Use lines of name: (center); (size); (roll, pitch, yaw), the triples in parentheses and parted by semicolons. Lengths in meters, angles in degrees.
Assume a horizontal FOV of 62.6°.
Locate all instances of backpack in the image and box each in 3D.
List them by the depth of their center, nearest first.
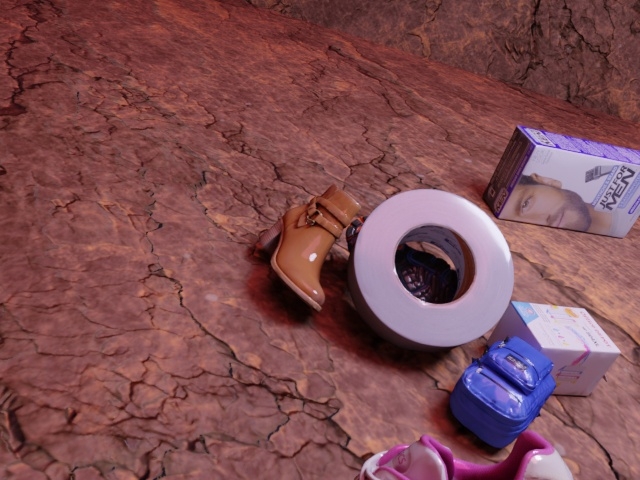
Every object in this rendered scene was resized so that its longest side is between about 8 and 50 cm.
backpack: (0.217, 0.178, 0.639); (0.120, 0.101, 0.098); (-22, 42, -40)

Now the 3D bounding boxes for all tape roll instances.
tape roll: (0.149, 0.042, 0.730); (0.219, 0.072, 0.219); (2, 71, -5)

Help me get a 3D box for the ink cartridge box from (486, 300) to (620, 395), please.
ink cartridge box: (0.329, 0.152, 0.737); (0.143, 0.090, 0.092); (6, 34, -15)

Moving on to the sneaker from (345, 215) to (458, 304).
sneaker: (0.131, 0.049, 0.811); (0.221, 0.087, 0.083); (42, 73, 9)

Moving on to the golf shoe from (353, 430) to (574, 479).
golf shoe: (0.041, 0.213, 0.389); (0.306, 0.140, 0.115); (-9, 0, 11)

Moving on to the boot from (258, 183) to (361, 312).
boot: (0.000, 0.000, 0.760); (0.152, 0.073, 0.197); (-37, 43, 1)

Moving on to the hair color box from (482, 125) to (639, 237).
hair color box: (0.563, -0.125, 1.174); (0.339, 0.185, 0.110); (8, 35, -12)
